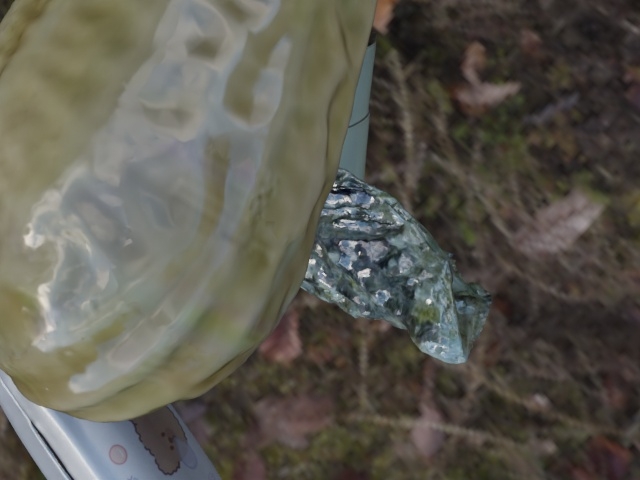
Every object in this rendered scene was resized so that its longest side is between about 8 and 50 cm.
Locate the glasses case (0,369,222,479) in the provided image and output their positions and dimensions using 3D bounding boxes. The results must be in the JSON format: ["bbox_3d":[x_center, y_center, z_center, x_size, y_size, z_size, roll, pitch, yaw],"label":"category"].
[{"bbox_3d":[-0.086,0.097,0.809,0.041,0.063,0.164,-32,94,37],"label":"glasses case"}]

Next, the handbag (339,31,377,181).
[{"bbox_3d":[-0.042,-0.106,1.776,0.241,0.109,0.315,-21,122,-41],"label":"handbag"}]

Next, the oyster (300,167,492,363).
[{"bbox_3d":[0.002,-0.003,1.247,0.252,0.199,0.087,38,74,5],"label":"oyster"}]

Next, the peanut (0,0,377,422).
[{"bbox_3d":[-0.056,-0.090,0.704,0.140,0.153,0.325,22,63,-36],"label":"peanut"}]
